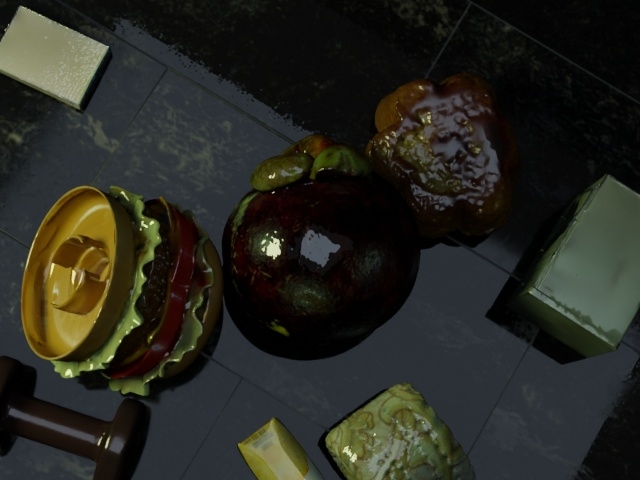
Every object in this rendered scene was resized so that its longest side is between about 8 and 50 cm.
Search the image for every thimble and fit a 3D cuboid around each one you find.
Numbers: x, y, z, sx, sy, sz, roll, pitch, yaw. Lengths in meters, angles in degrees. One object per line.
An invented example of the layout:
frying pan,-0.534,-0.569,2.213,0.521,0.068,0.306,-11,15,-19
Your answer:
thimble,0.113,0.304,1.717,0.143,0.137,0.190,-38,100,-11

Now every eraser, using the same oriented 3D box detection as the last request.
eraser,-0.397,-0.267,1.831,0.150,0.023,0.104,25,79,0

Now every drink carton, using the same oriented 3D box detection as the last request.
drink carton,-0.030,0.342,1.728,0.084,0.074,0.200,-35,86,-9

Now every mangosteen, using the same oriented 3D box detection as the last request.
mangosteen,0.000,0.000,1.684,0.287,0.288,0.288,1,80,-4

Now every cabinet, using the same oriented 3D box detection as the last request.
cabinet,0.387,0.035,1.776,0.150,0.145,0.206,32,79,2

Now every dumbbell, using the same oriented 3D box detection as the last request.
dumbbell,-0.356,0.251,1.687,0.225,0.124,0.140,20,113,-2

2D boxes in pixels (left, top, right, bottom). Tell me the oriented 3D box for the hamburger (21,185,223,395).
hamburger,-0.250,0.067,1.670,0.212,0.274,0.275,19,77,-38

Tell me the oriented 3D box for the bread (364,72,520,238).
bread,0.176,-0.118,1.792,0.232,0.135,0.247,-16,81,-3
